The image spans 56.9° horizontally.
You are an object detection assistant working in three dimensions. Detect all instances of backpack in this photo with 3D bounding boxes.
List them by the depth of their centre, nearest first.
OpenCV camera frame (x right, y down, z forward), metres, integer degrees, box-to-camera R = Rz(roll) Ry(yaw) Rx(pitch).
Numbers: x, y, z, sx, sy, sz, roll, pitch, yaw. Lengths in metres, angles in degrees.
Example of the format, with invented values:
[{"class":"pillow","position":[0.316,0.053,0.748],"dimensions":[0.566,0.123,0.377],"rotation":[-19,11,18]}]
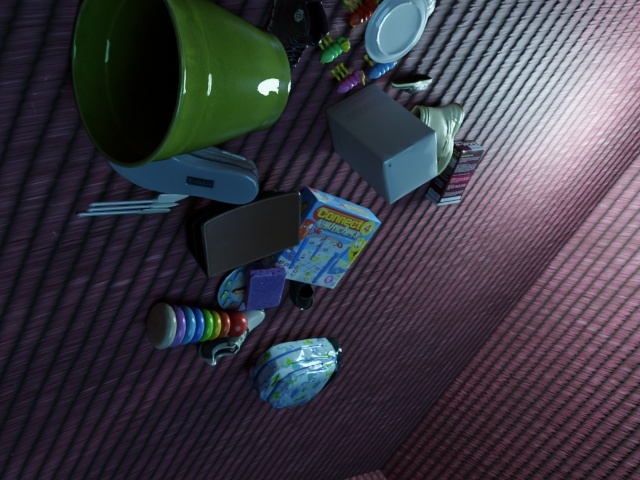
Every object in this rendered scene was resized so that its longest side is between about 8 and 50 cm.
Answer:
[{"class":"backpack","position":[-0.108,0.521,2.326],"dimensions":[0.356,0.273,0.290],"rotation":[19,121,-36]}]

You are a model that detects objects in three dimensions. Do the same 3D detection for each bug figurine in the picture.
[{"class":"bug figurine","position":[0.103,-0.505,1.582],"dimensions":[0.216,0.072,0.279],"rotation":[-39,144,-2]}]

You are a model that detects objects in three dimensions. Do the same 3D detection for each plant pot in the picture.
[{"class":"plant pot","position":[-0.260,-0.343,1.233],"dimensions":[0.353,0.366,0.366],"rotation":[-12,136,-49]}]

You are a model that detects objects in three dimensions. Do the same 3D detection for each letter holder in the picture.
[{"class":"letter holder","position":[-0.222,-0.061,1.686],"dimensions":[0.302,0.152,0.214],"rotation":[-21,137,-25]}]

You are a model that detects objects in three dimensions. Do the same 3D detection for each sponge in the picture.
[{"class":"sponge","position":[-0.182,0.159,1.926],"dimensions":[0.117,0.031,0.210],"rotation":[-8,145,-18]}]

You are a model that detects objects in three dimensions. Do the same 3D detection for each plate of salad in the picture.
[{"class":"plate of salad","position":[0.191,-0.553,1.518],"dimensions":[0.200,0.048,0.199],"rotation":[-25,144,-19]}]

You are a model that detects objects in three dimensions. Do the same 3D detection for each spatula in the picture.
[{"class":"spatula","position":[-0.469,-0.087,1.475],"dimensions":[0.242,0.019,0.168],"rotation":[-5,174,-35]}]

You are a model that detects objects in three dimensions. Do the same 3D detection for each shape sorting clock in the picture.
[{"class":"shape sorting clock","position":[-0.250,0.158,1.973],"dimensions":[0.206,0.040,0.206],"rotation":[-24,141,-21]}]

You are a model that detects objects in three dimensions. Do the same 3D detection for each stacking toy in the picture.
[{"class":"stacking toy","position":[-0.378,0.268,1.889],"dimensions":[0.330,0.141,0.141],"rotation":[6,123,-45]}]

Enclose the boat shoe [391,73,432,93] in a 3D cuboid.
[{"class":"boat shoe","position":[0.276,-0.468,1.786],"dimensions":[0.152,0.056,0.049],"rotation":[-15,131,-30]}]

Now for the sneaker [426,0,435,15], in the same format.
[{"class":"sneaker","position":[0.240,-0.677,1.508],"dimensions":[0.153,0.094,0.235],"rotation":[-24,151,-34]}]

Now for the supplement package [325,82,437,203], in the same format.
[{"class":"supplement package","position":[0.174,-0.280,1.689],"dimensions":[0.178,0.293,0.175],"rotation":[-31,142,-12]}]

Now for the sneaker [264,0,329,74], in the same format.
[{"class":"sneaker","position":[-0.065,-0.463,1.400],"dimensions":[0.107,0.162,0.281],"rotation":[-11,134,-34]}]

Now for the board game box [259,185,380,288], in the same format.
[{"class":"board game box","position":[0.000,0.000,1.969],"dimensions":[0.308,0.086,0.301],"rotation":[16,117,-42]}]

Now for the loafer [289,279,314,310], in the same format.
[{"class":"loafer","position":[-0.064,0.193,2.140],"dimensions":[0.080,0.078,0.220],"rotation":[-30,142,-14]}]

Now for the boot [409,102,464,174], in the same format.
[{"class":"boot","position":[0.353,-0.330,1.961],"dimensions":[0.204,0.095,0.261],"rotation":[-11,133,-34]}]

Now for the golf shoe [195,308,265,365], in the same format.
[{"class":"golf shoe","position":[-0.296,0.332,2.046],"dimensions":[0.273,0.120,0.105],"rotation":[-31,141,-15]}]

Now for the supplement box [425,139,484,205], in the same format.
[{"class":"supplement box","position":[0.497,-0.250,2.188],"dimensions":[0.130,0.073,0.239],"rotation":[-10,134,-36]}]

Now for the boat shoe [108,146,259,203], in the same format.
[{"class":"boat shoe","position":[-0.329,-0.207,1.462],"dimensions":[0.367,0.156,0.135],"rotation":[11,130,-13]}]
